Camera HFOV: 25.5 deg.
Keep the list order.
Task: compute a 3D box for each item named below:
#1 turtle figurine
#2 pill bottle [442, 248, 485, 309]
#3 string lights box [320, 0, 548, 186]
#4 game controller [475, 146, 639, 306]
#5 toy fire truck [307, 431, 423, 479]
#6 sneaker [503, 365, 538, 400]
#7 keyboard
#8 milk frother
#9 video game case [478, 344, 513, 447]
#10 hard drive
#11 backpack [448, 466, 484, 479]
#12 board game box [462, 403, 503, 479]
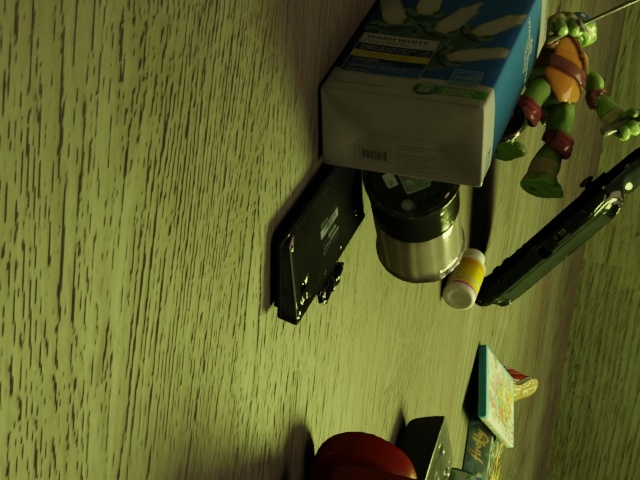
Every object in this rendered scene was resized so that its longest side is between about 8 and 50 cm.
[{"bbox_3d":[0.350,-0.198,1.874,0.266,0.275,0.198,-60,154,-18],"label":"turtle figurine"},{"bbox_3d":[0.187,0.048,1.821,0.083,0.043,0.043,-63,158,-45],"label":"pill bottle"},{"bbox_3d":[0.103,-0.151,1.197,0.259,0.133,0.076,-61,155,-50],"label":"string lights box"},{"bbox_3d":[0.326,-0.016,1.950,0.166,0.067,0.319,-47,180,-41],"label":"game controller"},{"bbox_3d":[0.091,0.326,1.270,0.169,0.254,0.302,-60,156,-49],"label":"toy fire truck"},{"bbox_3d":[0.319,0.253,2.481,0.118,0.067,0.042,-6,112,-43],"label":"sneaker"},{"bbox_3d":[0.000,0.000,1.151,0.180,0.023,0.108,-56,146,-54],"label":"keyboard"},{"bbox_3d":[0.112,-0.050,1.249,0.134,0.143,0.129,75,9,-64],"label":"milk frother"},{"bbox_3d":[0.280,0.249,2.254,0.166,0.015,0.119,48,41,-56],"label":"video game case"},{"bbox_3d":[0.104,0.351,1.720,0.172,0.054,0.254,72,33,-60],"label":"hard drive"},{"bbox_3d":[0.180,0.358,1.866,0.114,0.105,0.084,119,-8,-54],"label":"backpack"},{"bbox_3d":[0.272,0.377,2.376,0.165,0.042,0.243,-44,143,-65],"label":"board game box"}]
